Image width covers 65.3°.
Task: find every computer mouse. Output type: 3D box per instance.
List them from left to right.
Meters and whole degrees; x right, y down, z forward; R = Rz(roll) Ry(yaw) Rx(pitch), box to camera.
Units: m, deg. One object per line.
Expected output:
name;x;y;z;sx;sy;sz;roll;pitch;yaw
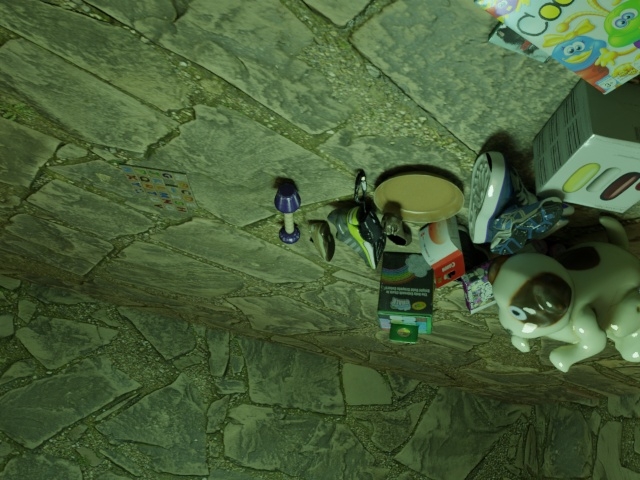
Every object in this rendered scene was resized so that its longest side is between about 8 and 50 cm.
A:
computer mouse;0.134;-0.082;1.356;0.041;0.071;0.242;17;144;32

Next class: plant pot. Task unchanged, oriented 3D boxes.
plant pot;0.260;-0.118;1.328;0.236;0.032;0.236;8;153;4

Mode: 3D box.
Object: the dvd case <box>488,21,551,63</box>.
dvd case;0.361;-0.352;0.846;0.119;0.013;0.087;15;153;-12

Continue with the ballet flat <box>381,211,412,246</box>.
ballet flat;0.220;-0.018;1.471;0.084;0.058;0.250;12;167;17

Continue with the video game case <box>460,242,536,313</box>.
video game case;0.517;0.116;1.450;0.210;0.042;0.232;-26;146;4

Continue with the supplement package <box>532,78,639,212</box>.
supplement package;0.553;-0.180;0.969;0.194;0.149;0.203;10;153;-1

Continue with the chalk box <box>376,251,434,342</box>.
chalk box;0.289;0.208;1.677;0.180;0.289;0.179;3;153;14

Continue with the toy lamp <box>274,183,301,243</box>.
toy lamp;-0.097;-0.079;1.483;0.080;0.080;0.275;10;155;1

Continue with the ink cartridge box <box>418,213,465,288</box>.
ink cartridge box;0.343;0.033;1.432;0.045;0.179;0.145;7;156;-20

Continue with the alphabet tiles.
alphabet tiles;-0.489;-0.153;1.546;0.198;0.009;0.237;9;153;2

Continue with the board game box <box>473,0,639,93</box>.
board game box;0.365;-0.355;0.692;0.275;0.144;0.142;21;151;-23

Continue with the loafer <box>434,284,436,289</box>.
loafer;0.360;0.169;1.845;0.148;0.050;0.056;16;153;-12

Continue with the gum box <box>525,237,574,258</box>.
gum box;0.676;0.052;1.485;0.188;0.062;0.107;16;153;-11

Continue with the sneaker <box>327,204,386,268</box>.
sneaker;0.117;-0.014;1.526;0.121;0.111;0.300;12;152;30

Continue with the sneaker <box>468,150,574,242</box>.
sneaker;0.491;-0.103;1.196;0.236;0.130;0.323;-5;147;6

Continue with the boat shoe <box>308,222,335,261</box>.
boat shoe;0.000;0.000;1.632;0.072;0.068;0.190;14;146;20

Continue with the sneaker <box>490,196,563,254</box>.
sneaker;0.433;-0.044;1.080;0.080;0.081;0.211;10;153;-16

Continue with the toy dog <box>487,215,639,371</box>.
toy dog;0.626;0.140;1.266;0.407;0.284;0.395;1;115;-25

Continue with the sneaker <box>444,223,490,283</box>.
sneaker;0.446;0.080;1.529;0.104;0.147;0.295;-11;148;32
